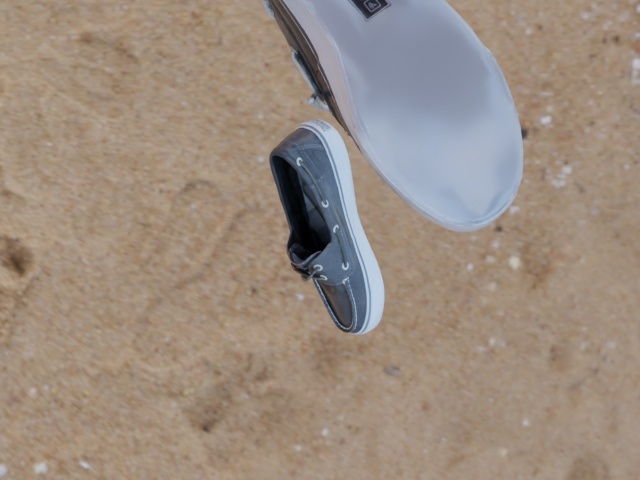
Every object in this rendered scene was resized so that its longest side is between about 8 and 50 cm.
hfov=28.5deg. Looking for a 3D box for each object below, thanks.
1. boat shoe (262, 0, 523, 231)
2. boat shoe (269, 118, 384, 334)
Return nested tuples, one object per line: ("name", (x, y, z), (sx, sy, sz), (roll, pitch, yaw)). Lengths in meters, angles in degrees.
("boat shoe", (0.032, -0.130, 0.893), (0.113, 0.105, 0.306), (-36, 78, -10))
("boat shoe", (0.000, 0.000, 1.205), (0.076, 0.080, 0.229), (-32, 125, -34))
